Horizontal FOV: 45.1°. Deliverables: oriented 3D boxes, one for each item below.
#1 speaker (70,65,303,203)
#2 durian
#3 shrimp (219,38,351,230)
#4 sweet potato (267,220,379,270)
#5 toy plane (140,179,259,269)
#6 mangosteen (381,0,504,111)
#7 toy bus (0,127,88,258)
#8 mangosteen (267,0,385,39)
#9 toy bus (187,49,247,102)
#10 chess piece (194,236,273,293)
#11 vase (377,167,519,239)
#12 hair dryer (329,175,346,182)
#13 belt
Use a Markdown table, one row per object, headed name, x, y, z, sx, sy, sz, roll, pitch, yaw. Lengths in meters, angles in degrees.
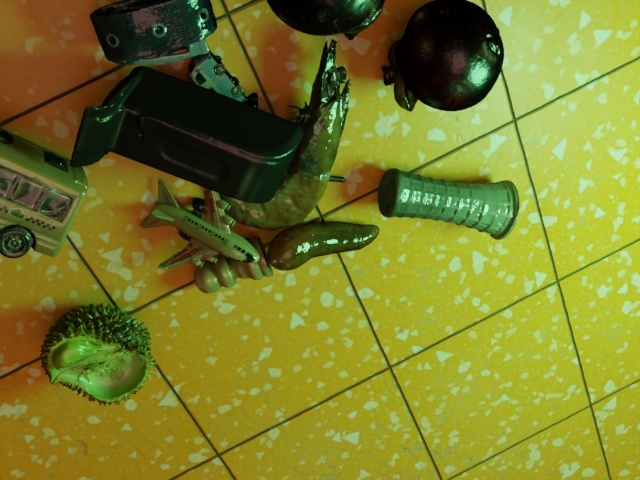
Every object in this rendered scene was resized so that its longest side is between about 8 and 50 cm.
| name | x | y | z | sx | sy | sz | roll | pitch | yaw |
| --- | --- | --- | --- | --- | --- | --- | --- | --- | --- |
| speaker | -0.244 | -0.174 | 1.452 | 0.388 | 0.184 | 0.180 | 19 | 128 | -12 |
| durian | -0.477 | 0.236 | 1.653 | 0.237 | 0.176 | 0.200 | 20 | 119 | -20 |
| shrimp | -0.083 | -0.218 | 1.587 | 0.272 | 0.085 | 0.445 | 19 | 117 | -15 |
| sweet potato | 0.000 | -0.001 | 1.721 | 0.291 | 0.097 | 0.097 | -16 | 123 | -31 |
| toy plane | -0.245 | -0.022 | 1.620 | 0.256 | 0.104 | 0.242 | 24 | 110 | -10 |
| mangosteen | 0.237 | -0.365 | 1.554 | 0.265 | 0.228 | 0.228 | -14 | 131 | 38 |
| toy bus | -0.629 | -0.121 | 1.417 | 0.365 | 0.177 | 0.202 | 25 | 104 | -31 |
| mangosteen | 0.013 | -0.468 | 1.430 | 0.231 | 0.231 | 0.289 | -28 | 157 | -2 |
| toy bus | -0.208 | -0.312 | 1.511 | 0.075 | 0.060 | 0.123 | -36 | 124 | 7 |
| chess piece | -0.198 | 0.061 | 1.704 | 0.170 | 0.094 | 0.094 | -19 | 121 | 0 |
| vase | 0.286 | -0.087 | 1.748 | 0.298 | 0.143 | 0.143 | 7 | 115 | -18 |
| hair dryer | 0.017 | -0.135 | 1.702 | 0.083 | 0.026 | 0.047 | 0 | 119 | -26 |
| belt | -0.297 | -0.385 | 1.407 | 0.218 | 0.122 | 0.128 | -18 | 123 | -9 |
